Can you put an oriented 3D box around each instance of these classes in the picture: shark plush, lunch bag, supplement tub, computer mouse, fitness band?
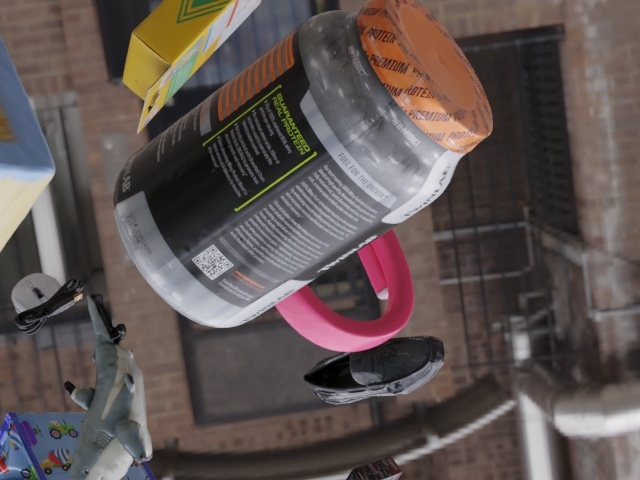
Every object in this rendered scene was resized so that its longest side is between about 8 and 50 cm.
[{"bbox_3d":[-0.181,0.126,0.995,0.067,0.161,0.073,-6,-176,-4],"label":"shark plush"},{"bbox_3d":[-0.343,0.399,1.813,0.221,0.138,0.293,9,-153,-50],"label":"lunch bag"},{"bbox_3d":[-0.016,-0.072,1.075,0.316,0.194,0.193,-33,176,26],"label":"supplement tub"},{"bbox_3d":[-0.398,0.077,1.681,0.106,0.042,0.193,-38,-160,-18],"label":"computer mouse"},{"bbox_3d":[0.000,0.000,1.441,0.209,0.291,0.054,-5,152,-44],"label":"fitness band"}]

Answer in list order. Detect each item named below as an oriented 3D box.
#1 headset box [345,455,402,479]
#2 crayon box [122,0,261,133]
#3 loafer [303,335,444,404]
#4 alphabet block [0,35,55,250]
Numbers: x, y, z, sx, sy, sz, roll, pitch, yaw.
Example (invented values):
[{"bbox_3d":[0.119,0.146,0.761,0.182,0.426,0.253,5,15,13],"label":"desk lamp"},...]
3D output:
[{"bbox_3d":[0.071,0.338,1.672,0.083,0.062,0.032,-8,-131,-40],"label":"headset box"},{"bbox_3d":[-0.205,-0.336,1.893,0.323,0.083,0.203,-51,-178,-19],"label":"crayon box"},{"bbox_3d":[0.072,0.179,1.665,0.223,0.076,0.078,-22,147,38],"label":"loafer"},{"bbox_3d":[-0.348,-0.063,0.908,0.193,0.192,0.197,5,137,-44],"label":"alphabet block"}]
